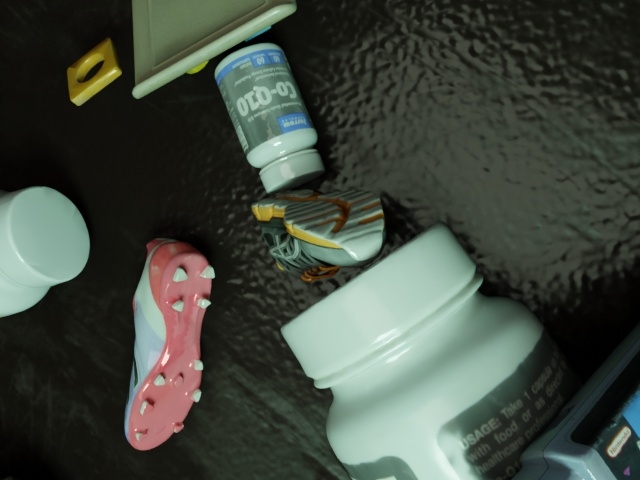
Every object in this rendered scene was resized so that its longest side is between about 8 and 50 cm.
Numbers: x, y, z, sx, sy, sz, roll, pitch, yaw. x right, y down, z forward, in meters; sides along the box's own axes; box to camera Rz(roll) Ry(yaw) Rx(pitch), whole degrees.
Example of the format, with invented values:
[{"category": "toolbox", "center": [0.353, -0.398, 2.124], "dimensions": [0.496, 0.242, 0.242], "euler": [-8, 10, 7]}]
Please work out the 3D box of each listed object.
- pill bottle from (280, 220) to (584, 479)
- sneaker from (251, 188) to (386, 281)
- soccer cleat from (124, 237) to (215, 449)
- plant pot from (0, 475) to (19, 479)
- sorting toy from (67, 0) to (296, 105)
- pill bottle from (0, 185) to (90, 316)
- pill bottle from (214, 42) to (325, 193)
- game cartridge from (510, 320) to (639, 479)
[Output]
[{"category": "pill bottle", "center": [0.134, 0.177, 0.427], "dimensions": [0.204, 0.204, 0.361], "euler": [-35, 84, 15]}, {"category": "sneaker", "center": [0.000, 0.000, 0.478], "dimensions": [0.084, 0.215, 0.083], "euler": [-16, 104, -18]}, {"category": "soccer cleat", "center": [-0.183, 0.118, 0.592], "dimensions": [0.095, 0.083, 0.248], "euler": [25, 107, 43]}, {"category": "plant pot", "center": [-0.379, 0.369, 0.613], "dimensions": [0.237, 0.110, 0.237], "euler": [31, 145, 24]}, {"category": "sorting toy", "center": [-0.114, -0.240, 0.530], "dimensions": [0.348, 0.047, 0.196], "euler": [-22, 56, 16]}, {"category": "pill bottle", "center": [-0.422, 0.025, 0.607], "dimensions": [0.272, 0.152, 0.152], "euler": [-14, 90, 17]}, {"category": "pill bottle", "center": [-0.050, -0.122, 0.528], "dimensions": [0.078, 0.078, 0.137], "euler": [-23, 87, 16]}, {"category": "game cartridge", "center": [0.281, 0.166, 0.343], "dimensions": [0.355, 0.068, 0.230], "euler": [-30, 87, -29]}]
